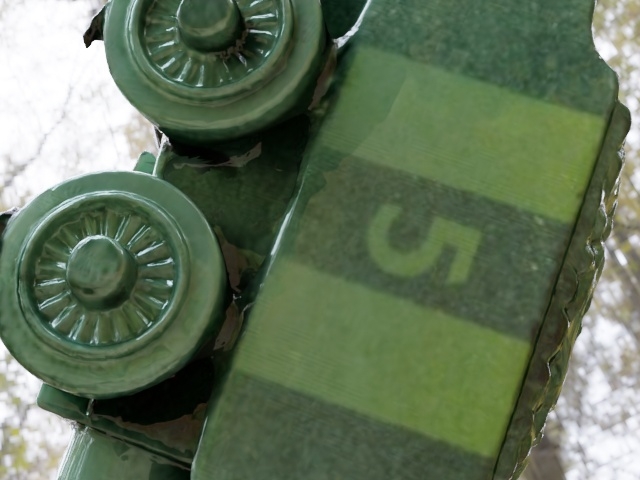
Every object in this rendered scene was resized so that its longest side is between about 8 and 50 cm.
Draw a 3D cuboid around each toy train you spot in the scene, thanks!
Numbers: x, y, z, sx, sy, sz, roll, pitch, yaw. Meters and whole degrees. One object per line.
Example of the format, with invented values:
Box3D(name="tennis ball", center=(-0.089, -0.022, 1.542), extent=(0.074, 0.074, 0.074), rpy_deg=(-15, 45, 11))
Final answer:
Box3D(name="toy train", center=(0.000, 0.000, 0.605), extent=(0.238, 0.299, 0.167), rpy_deg=(17, -13, 10))
